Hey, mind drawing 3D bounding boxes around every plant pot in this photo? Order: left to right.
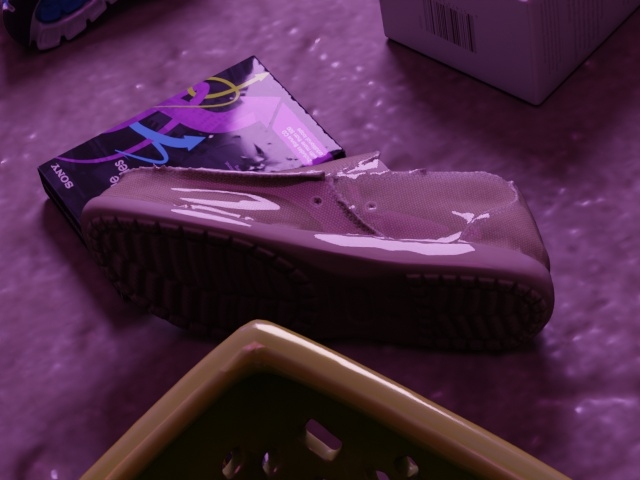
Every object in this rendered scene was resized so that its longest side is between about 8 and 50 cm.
[{"bbox_3d":[0.003,0.207,0.699,0.227,0.207,0.228,27,59,31],"label":"plant pot"}]

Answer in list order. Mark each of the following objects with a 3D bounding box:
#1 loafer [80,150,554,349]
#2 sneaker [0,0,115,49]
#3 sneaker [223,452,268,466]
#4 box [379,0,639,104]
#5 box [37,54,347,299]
[{"bbox_3d":[0.000,0.000,0.965,0.268,0.102,0.092,9,49,7],"label":"loafer"},{"bbox_3d":[-0.146,-0.209,1.199,0.190,0.071,0.083,-25,43,-12],"label":"sneaker"},{"bbox_3d":[-0.036,0.116,0.912,0.035,0.031,0.083,-25,43,7],"label":"sneaker"},{"bbox_3d":[0.137,-0.191,1.108,0.130,0.091,0.170,28,60,31],"label":"box"},{"bbox_3d":[-0.080,-0.042,1.061,0.162,0.029,0.116,-30,50,-14],"label":"box"}]
